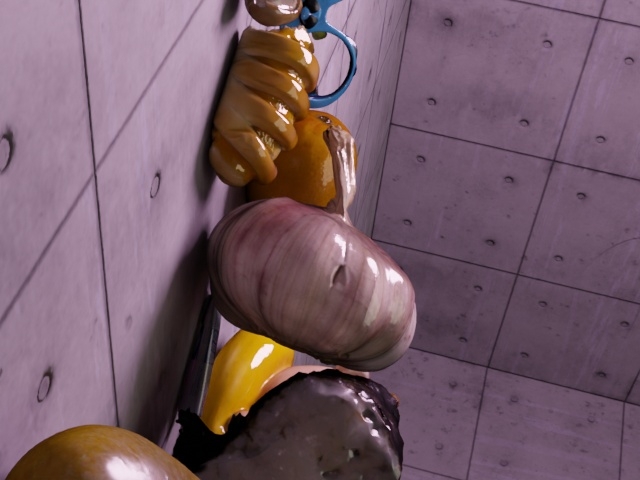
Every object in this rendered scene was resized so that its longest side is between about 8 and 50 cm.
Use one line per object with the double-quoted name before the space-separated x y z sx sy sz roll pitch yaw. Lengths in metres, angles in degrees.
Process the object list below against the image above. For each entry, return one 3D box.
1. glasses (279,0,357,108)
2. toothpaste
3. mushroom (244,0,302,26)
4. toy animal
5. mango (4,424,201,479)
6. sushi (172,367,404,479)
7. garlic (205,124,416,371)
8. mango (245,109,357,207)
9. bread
"glasses" 0.014 -0.293 1.268 0.207 0.102 0.239 -64 166 -60
"toothpaste" -0.135 0.135 1.218 0.045 0.028 0.170 52 49 -73
"mushroom" -0.028 -0.315 0.995 0.116 0.093 0.225 -46 161 -48
"toy animal" -0.046 0.300 1.353 0.277 0.246 0.345 -63 165 -56
"mango" -0.122 0.277 0.756 0.221 0.199 0.384 -97 170 -50
"sushi" -0.070 0.267 1.120 0.348 0.234 0.207 -44 -179 3
"garlic" 0.000 0.000 1.143 0.245 0.245 0.253 58 47 -81
"mango" -0.026 -0.072 1.299 0.151 0.120 0.221 -48 168 -23
"bread" -0.057 -0.137 1.097 0.119 0.084 0.177 71 38 -77
